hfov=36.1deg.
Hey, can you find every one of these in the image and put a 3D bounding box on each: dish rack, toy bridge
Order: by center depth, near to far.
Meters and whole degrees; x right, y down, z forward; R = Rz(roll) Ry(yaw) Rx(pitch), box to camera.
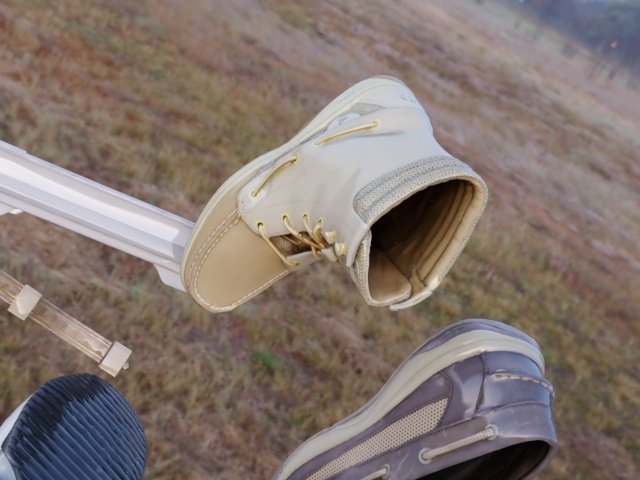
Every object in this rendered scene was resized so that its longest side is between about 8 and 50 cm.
[{"bbox_3d":[-0.229,0.048,0.768,0.188,0.026,0.063,36,-12,-11],"label":"toy bridge"},{"bbox_3d":[-0.231,-0.026,1.017,0.333,0.072,0.285,22,-3,-12],"label":"dish rack"}]

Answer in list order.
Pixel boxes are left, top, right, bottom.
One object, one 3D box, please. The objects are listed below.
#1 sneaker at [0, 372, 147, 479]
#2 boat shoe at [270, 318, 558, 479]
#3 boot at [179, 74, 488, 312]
[{"bbox_3d":[-0.253,0.223,0.774,0.122,0.146,0.330,51,24,-8],"label":"sneaker"},{"bbox_3d":[0.056,0.217,0.813,0.132,0.355,0.130,23,30,-26],"label":"boat shoe"},{"bbox_3d":[0.000,0.000,0.779,0.095,0.262,0.203,45,10,-31],"label":"boot"}]
